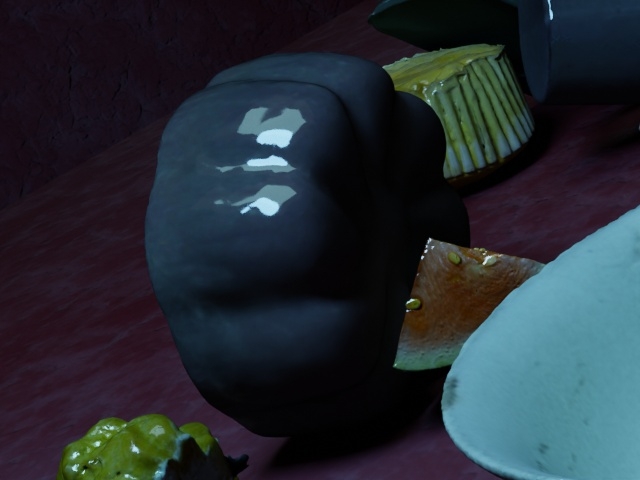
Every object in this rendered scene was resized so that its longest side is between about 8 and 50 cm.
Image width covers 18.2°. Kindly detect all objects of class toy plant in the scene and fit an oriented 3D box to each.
[{"bbox_3d":[0.398,-0.230,1.914,0.400,0.279,0.185,-7,50,-5],"label":"toy plant"}]

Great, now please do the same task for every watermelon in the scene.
[{"bbox_3d":[0.095,0.041,1.440,0.135,0.094,0.125,-44,33,-25],"label":"watermelon"}]

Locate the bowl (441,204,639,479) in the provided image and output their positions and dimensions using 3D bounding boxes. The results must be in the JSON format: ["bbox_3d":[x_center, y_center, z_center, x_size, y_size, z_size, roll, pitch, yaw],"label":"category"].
[{"bbox_3d":[0.290,0.080,0.898,0.435,0.196,0.435,-23,13,6],"label":"bowl"}]

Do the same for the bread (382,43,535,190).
[{"bbox_3d":[0.111,-0.122,2.109,0.179,0.133,0.250,-32,16,-33],"label":"bread"}]

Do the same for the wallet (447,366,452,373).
[{"bbox_3d":[0.211,0.050,1.470,0.229,0.049,0.182,-29,17,-12],"label":"wallet"}]

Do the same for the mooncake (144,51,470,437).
[{"bbox_3d":[0.000,0.000,1.544,0.154,0.306,0.306,-9,19,30],"label":"mooncake"}]

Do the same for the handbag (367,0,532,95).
[{"bbox_3d":[0.213,-0.230,2.143,0.247,0.260,0.079,-5,62,62],"label":"handbag"}]

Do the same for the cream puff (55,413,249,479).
[{"bbox_3d":[-0.135,0.188,1.376,0.156,0.121,0.156,-27,16,9],"label":"cream puff"}]
